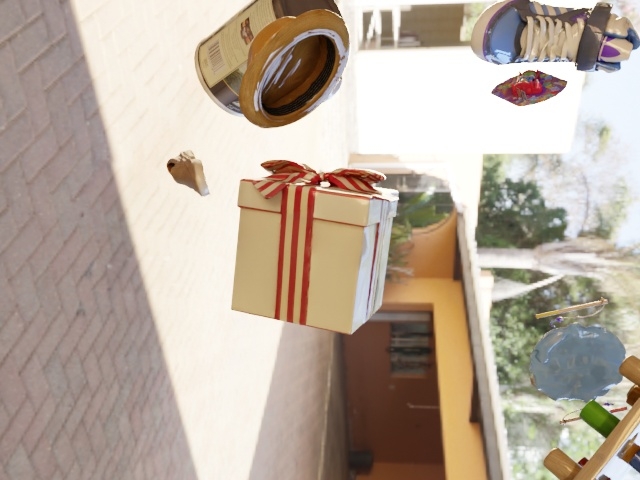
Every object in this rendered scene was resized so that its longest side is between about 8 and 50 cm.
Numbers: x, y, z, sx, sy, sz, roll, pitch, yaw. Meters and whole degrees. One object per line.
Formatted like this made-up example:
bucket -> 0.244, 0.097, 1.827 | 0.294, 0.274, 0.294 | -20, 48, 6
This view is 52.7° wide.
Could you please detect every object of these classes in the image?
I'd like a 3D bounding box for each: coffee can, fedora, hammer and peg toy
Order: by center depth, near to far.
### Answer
fedora -> -0.049, -0.254, 0.924 | 0.079, 0.194, 0.194 | 50, -16, 28
hammer and peg toy -> 0.447, 0.365, 1.017 | 0.361, 0.127, 0.266 | -51, 143, -1
coffee can -> -0.108, -0.411, 1.377 | 0.201, 0.275, 0.202 | 22, 58, -41

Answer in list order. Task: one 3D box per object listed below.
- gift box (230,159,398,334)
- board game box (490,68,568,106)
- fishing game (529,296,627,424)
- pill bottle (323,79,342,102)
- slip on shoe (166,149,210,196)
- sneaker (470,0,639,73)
gift box -> 0.000, 0.000, 1.104 | 0.276, 0.254, 0.259 | -25, 122, -75
board game box -> 0.462, -0.354, 1.439 | 0.169, 0.133, 0.033 | 54, -11, 56
fishing game -> 0.508, 0.244, 1.285 | 0.041, 0.189, 0.264 | -73, 143, -68
pill bottle -> -0.059, -0.483, 1.679 | 0.264, 0.153, 0.153 | 41, 44, -46
slip on shoe -> -0.181, -0.090, 0.877 | 0.135, 0.041, 0.052 | -131, -153, -57
sneaker -> 0.485, -0.400, 1.275 | 0.236, 0.322, 0.130 | 32, -53, 45
